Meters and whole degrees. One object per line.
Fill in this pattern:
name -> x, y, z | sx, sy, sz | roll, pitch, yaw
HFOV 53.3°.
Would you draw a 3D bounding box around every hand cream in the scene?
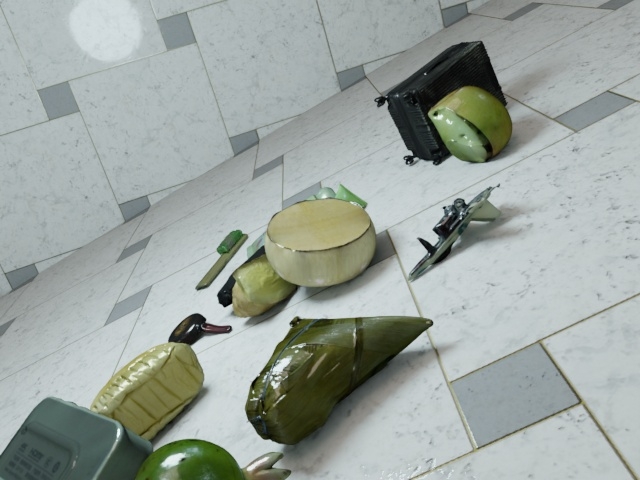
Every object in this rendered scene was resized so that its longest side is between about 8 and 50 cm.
hand cream -> 0.059, -0.077, 1.717 | 0.046, 0.095, 0.175 | -52, 4, 44
hand cream -> -0.079, -0.040, 1.795 | 0.306, 0.093, 0.147 | -32, 20, 2

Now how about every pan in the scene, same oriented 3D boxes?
pan -> -0.300, 0.219, 1.572 | 0.212, 0.040, 0.114 | -13, 32, 40

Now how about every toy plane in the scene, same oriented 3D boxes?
toy plane -> 0.260, -0.022, 1.304 | 0.262, 0.088, 0.192 | -37, -6, -8

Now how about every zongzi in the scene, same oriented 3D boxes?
zongzi -> 0.031, 0.216, 1.026 | 0.275, 0.125, 0.250 | -10, 27, 30

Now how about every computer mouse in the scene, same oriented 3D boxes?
computer mouse -> -0.177, 0.093, 1.620 | 0.122, 0.073, 0.217 | -54, -6, 39

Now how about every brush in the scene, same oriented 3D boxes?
brush -> -0.306, 0.052, 1.957 | 0.054, 0.048, 0.282 | -20, 24, 33

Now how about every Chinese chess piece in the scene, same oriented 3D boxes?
Chinese chess piece -> 0.000, 0.000, 1.464 | 0.258, 0.104, 0.257 | -5, 30, 3

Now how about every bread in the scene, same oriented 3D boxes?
bread -> -0.349, 0.310, 1.288 | 0.236, 0.139, 0.106 | -41, 20, -30

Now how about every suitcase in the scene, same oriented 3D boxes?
suitcase -> 0.353, -0.399, 1.828 | 0.335, 0.229, 0.152 | -40, 26, -22

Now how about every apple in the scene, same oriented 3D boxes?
apple -> 0.390, -0.303, 1.630 | 0.174, 0.188, 0.207 | -29, 17, 17

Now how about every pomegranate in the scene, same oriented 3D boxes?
pomegranate -> -0.150, 0.360, 0.890 | 0.225, 0.186, 0.187 | -11, 13, -24

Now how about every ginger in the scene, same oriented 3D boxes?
ginger -> -0.132, 0.113, 1.519 | 0.193, 0.115, 0.122 | -21, -23, -43

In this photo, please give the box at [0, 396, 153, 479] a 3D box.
box -> -0.479, 0.461, 1.041 | 0.396, 0.111, 0.396 | -5, 49, 48
